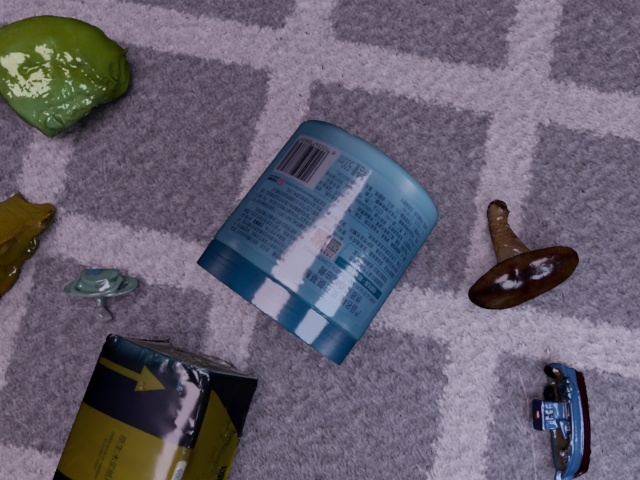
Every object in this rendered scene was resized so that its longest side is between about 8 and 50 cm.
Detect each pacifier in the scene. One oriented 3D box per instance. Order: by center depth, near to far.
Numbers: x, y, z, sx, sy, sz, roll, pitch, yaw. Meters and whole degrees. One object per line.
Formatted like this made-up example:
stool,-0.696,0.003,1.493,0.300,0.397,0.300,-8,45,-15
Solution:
pacifier,-0.454,0.118,1.395,0.150,0.127,0.117,-1,105,-3

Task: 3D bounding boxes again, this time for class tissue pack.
tissue pack,-0.314,0.400,1.245,0.253,0.264,0.417,15,80,19

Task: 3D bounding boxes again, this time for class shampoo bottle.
shampoo bottle,0.000,0.000,1.266,0.331,0.331,0.343,34,84,8

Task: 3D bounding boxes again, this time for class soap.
soap,-0.706,0.008,1.304,0.169,0.339,0.304,31,85,6

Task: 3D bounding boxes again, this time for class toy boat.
toy boat,0.459,0.349,1.295,0.097,0.100,0.223,1,79,-6

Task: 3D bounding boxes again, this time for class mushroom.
mushroom,0.372,0.018,1.359,0.227,0.148,0.218,-19,61,-9

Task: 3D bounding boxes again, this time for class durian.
durian,-0.584,-0.358,1.442,0.339,0.204,0.256,-36,94,-12
